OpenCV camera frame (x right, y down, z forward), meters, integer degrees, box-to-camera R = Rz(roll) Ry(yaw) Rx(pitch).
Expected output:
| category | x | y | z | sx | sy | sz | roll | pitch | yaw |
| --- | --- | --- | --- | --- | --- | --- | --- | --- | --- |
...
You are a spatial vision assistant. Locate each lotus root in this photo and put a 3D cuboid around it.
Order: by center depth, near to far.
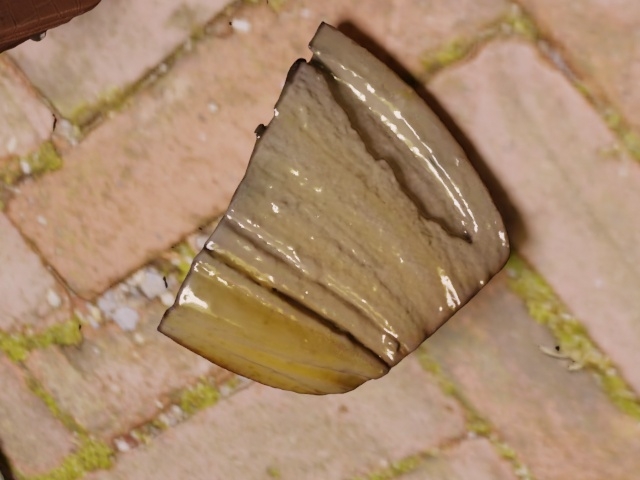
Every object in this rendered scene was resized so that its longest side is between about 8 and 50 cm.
| category | x | y | z | sx | sy | sz | roll | pitch | yaw |
| --- | --- | --- | --- | --- | --- | --- | --- | --- | --- |
| lotus root | 0.003 | 0.002 | 0.622 | 0.135 | 0.095 | 0.159 | 41 | 90 | 0 |

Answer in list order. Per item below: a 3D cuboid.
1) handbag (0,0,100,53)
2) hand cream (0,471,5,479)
| category | x | y | z | sx | sy | sz | roll | pitch | yaw |
| --- | --- | --- | --- | --- | --- | --- | --- | --- | --- |
| handbag | -0.195 | -0.144 | 0.589 | 0.072 | 0.193 | 0.151 | -14 | 103 | 36 |
| hand cream | -0.265 | 0.121 | 0.888 | 0.109 | 0.067 | 0.320 | 0 | 123 | 31 |
